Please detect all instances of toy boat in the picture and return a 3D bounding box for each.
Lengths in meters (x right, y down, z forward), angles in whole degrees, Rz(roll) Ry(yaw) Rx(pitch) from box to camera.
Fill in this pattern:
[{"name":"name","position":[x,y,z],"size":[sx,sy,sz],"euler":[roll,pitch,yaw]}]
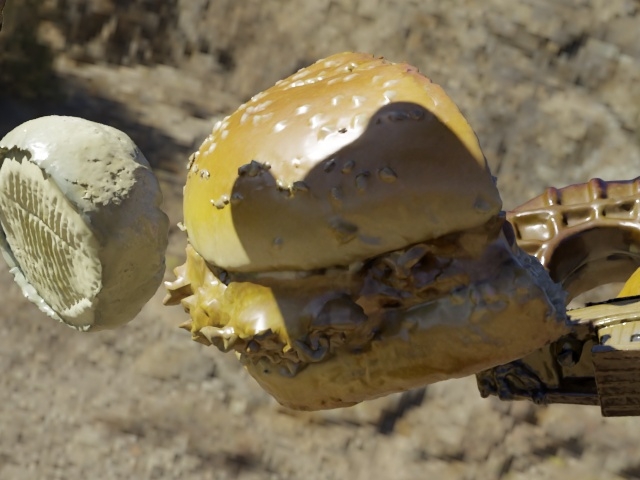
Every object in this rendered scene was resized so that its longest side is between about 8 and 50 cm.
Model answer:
[{"name":"toy boat","position":[0.289,0.103,1.511],"size":[0.321,0.089,0.121],"euler":[-6,21,20]}]

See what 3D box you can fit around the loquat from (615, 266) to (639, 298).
[{"name":"loquat","position":[0.382,0.093,1.674],"size":[0.208,0.208,0.208],"euler":[14,24,-6]}]

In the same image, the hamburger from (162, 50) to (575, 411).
[{"name":"hamburger","position":[0.000,0.000,1.525],"size":[0.287,0.268,0.445],"euler":[-31,20,-13]}]

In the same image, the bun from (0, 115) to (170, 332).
[{"name":"bun","position":[-0.272,-0.033,2.015],"size":[0.152,0.259,0.259],"euler":[-28,46,-32]}]

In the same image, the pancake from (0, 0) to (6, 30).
[{"name":"pancake","position":[-0.240,-0.154,1.002],"size":[0.021,0.199,0.199],"euler":[8,18,28]}]

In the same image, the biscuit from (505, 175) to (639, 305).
[{"name":"biscuit","position":[0.344,0.031,2.052],"size":[0.366,0.115,0.268],"euler":[-5,40,14]}]
